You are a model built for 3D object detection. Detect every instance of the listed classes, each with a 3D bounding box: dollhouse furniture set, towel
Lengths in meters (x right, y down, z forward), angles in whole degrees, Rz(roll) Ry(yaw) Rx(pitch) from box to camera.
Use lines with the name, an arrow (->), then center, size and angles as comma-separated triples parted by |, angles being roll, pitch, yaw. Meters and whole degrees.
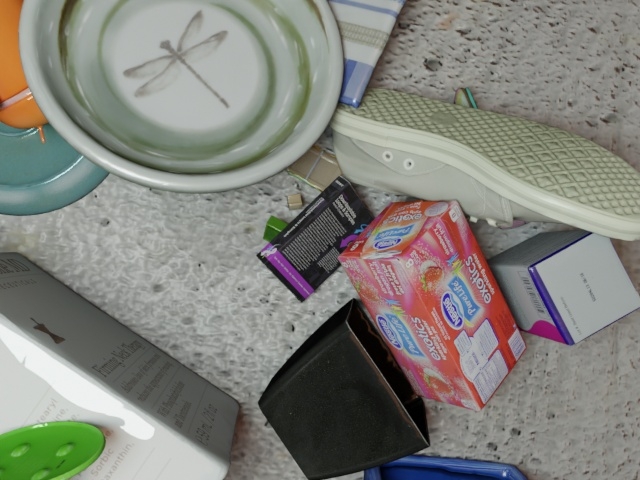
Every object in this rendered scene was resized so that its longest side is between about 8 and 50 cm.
dollhouse furniture set -> -0.026, -0.062, 1.064 | 0.076, 0.058, 0.152 | 28, 68, 4
towel -> 0.024, -0.336, 1.022 | 0.209, 0.034, 0.285 | 21, 86, 29

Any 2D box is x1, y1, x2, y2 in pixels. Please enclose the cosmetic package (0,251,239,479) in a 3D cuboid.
cosmetic package -> -0.352, 0.254, 0.880 | 0.393, 0.329, 0.327 | 35, 87, -4

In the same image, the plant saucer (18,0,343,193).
plant saucer -> -0.172, -0.235, 0.948 | 0.400, 0.100, 0.400 | 4, 72, -13

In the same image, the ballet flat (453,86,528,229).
ballet flat -> 0.234, -0.113, 1.065 | 0.079, 0.077, 0.221 | -30, 91, 16

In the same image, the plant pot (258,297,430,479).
plant pot -> 0.026, 0.214, 0.992 | 0.167, 0.187, 0.188 | -35, 91, 8

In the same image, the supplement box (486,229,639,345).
supplement box -> 0.314, 0.058, 0.988 | 0.114, 0.220, 0.111 | -28, 92, -5

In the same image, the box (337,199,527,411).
box -> 0.151, 0.084, 0.965 | 0.128, 0.122, 0.257 | -44, 117, -29

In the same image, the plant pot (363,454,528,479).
plant pot -> 0.171, 0.432, 0.969 | 0.236, 0.236, 0.212 | 6, 95, -3

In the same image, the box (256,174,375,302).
box -> 0.000, 0.000, 1.027 | 0.162, 0.116, 0.029 | -43, 48, -4

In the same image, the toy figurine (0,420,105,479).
toy figurine -> -0.258, 0.273, 0.654 | 0.130, 0.173, 0.159 | -3, 101, 7

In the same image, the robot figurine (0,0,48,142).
robot figurine -> -0.395, -0.237, 0.929 | 0.128, 0.158, 0.219 | -34, 120, -6

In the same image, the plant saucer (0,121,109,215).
plant saucer -> -0.428, -0.194, 1.029 | 0.317, 0.044, 0.318 | 0, 89, -4

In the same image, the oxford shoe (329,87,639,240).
oxford shoe -> 0.209, -0.086, 0.958 | 0.449, 0.169, 0.130 | 21, 128, 27
